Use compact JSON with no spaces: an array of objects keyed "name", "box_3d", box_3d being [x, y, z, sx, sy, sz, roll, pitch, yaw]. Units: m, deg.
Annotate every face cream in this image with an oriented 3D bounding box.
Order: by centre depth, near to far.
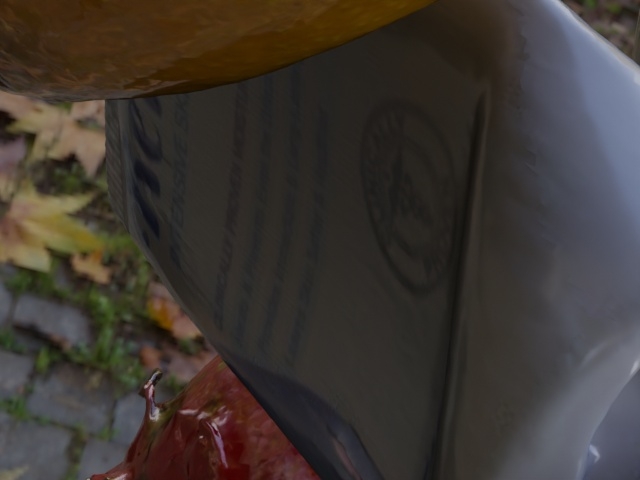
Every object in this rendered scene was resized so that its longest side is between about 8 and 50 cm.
[{"name":"face cream","box_3d":[0.018,-0.011,0.525,0.137,0.234,0.420,-13,37,-26]}]

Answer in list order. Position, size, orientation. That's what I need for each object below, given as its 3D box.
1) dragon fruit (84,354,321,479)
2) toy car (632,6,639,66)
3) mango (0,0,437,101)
[{"name":"dragon fruit","box_3d":[0.020,0.122,0.705,0.268,0.210,0.205,-40,105,-9]},{"name":"toy car","box_3d":[0.297,-0.196,0.948,0.242,0.336,0.226,-9,23,3]},{"name":"mango","box_3d":[-0.012,-0.138,0.389,0.144,0.359,0.187,13,71,-42]}]
